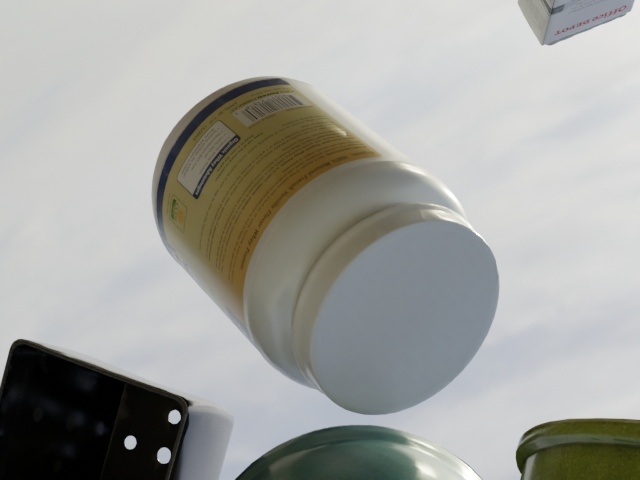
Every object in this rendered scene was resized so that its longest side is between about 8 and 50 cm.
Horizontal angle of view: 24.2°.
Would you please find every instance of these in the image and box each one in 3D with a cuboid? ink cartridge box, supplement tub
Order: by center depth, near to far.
[{"bbox_3d":[0.237,-0.246,1.329,0.099,0.056,0.135,-23,157,-12],"label":"ink cartridge box"},{"bbox_3d":[0.000,0.000,1.393,0.228,0.228,0.316,-36,-140,-9],"label":"supplement tub"}]

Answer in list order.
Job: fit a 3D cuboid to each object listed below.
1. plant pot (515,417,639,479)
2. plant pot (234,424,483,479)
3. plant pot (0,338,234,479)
[{"bbox_3d":[0.223,0.327,0.779,0.366,0.366,0.353,-8,-124,58],"label":"plant pot"},{"bbox_3d":[0.032,0.321,1.242,0.293,0.293,0.196,-33,-174,5],"label":"plant pot"},{"bbox_3d":[-0.183,0.205,1.363,0.187,0.188,0.167,17,-177,24],"label":"plant pot"}]
